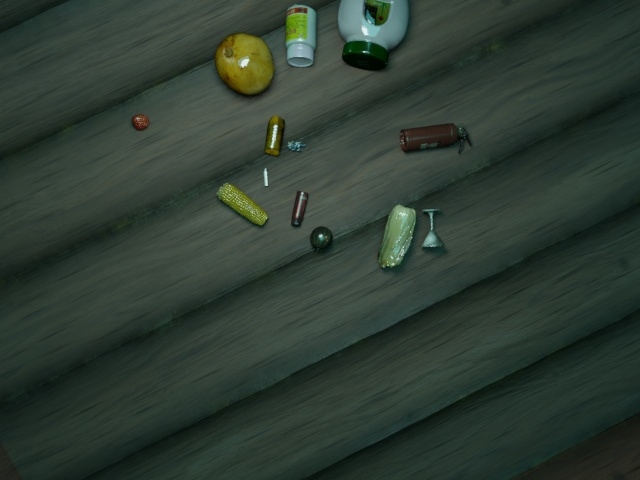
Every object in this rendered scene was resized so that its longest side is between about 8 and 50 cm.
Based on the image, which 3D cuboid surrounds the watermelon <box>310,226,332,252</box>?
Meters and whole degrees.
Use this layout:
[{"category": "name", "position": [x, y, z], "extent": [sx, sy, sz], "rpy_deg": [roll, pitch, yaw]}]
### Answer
[{"category": "watermelon", "position": [0.000, 0.000, 1.883], "extent": [0.105, 0.105, 0.133], "rpy_deg": [20, 72, -4]}]

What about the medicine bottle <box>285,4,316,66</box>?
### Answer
[{"category": "medicine bottle", "position": [-0.089, -0.918, 1.815], "extent": [0.139, 0.139, 0.225], "rpy_deg": [1, 93, -3]}]

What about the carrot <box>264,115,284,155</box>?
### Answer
[{"category": "carrot", "position": [-0.212, -0.484, 1.862], "extent": [0.082, 0.082, 0.173], "rpy_deg": [8, 90, -3]}]

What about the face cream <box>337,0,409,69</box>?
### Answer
[{"category": "face cream", "position": [0.230, -0.970, 1.789], "extent": [0.312, 0.219, 0.357], "rpy_deg": [11, 96, -5]}]

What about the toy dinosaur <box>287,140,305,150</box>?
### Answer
[{"category": "toy dinosaur", "position": [-0.113, -0.445, 1.893], "extent": [0.083, 0.030, 0.047], "rpy_deg": [6, 95, -4]}]

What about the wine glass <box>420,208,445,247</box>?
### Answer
[{"category": "wine glass", "position": [0.529, -0.058, 1.913], "extent": [0.122, 0.122, 0.183], "rpy_deg": [-2, 88, -3]}]

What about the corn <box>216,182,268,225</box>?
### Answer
[{"category": "corn", "position": [-0.359, -0.165, 1.867], "extent": [0.260, 0.091, 0.091], "rpy_deg": [38, 88, -7]}]

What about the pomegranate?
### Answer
[{"category": "pomegranate", "position": [-0.319, -0.766, 1.758], "extent": [0.264, 0.264, 0.264], "rpy_deg": [0, 93, -3]}]

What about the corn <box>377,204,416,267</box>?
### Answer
[{"category": "corn", "position": [0.358, -0.014, 1.897], "extent": [0.123, 0.122, 0.305], "rpy_deg": [14, 94, -3]}]

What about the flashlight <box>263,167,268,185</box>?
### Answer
[{"category": "flashlight", "position": [-0.257, -0.299, 1.900], "extent": [0.018, 0.018, 0.083], "rpy_deg": [-5, 94, -2]}]

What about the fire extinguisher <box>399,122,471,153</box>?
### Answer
[{"category": "fire extinguisher", "position": [0.550, -0.471, 1.899], "extent": [0.337, 0.106, 0.147], "rpy_deg": [-7, 119, -2]}]

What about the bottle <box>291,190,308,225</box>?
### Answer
[{"category": "bottle", "position": [-0.102, -0.149, 1.900], "extent": [0.060, 0.060, 0.164], "rpy_deg": [12, 93, -4]}]

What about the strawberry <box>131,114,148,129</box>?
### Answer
[{"category": "strawberry", "position": [-0.822, -0.544, 1.827], "extent": [0.073, 0.083, 0.073], "rpy_deg": [-1, 78, 4]}]
